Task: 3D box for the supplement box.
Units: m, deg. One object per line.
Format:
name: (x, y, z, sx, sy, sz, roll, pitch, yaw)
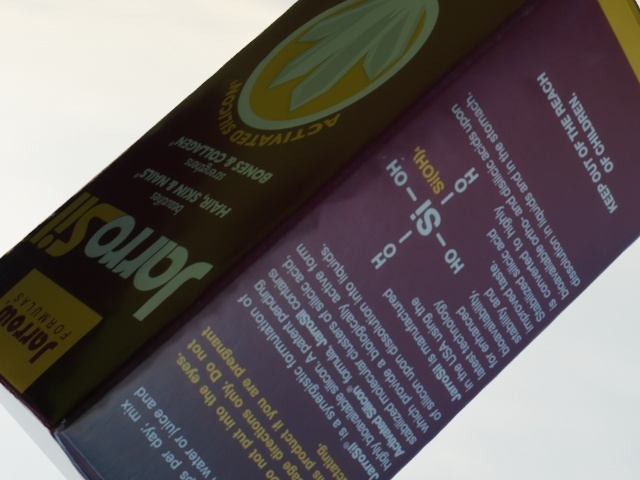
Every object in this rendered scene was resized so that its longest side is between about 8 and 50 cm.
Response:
supplement box: (0.000, 0.000, 0.446, 0.188, 0.081, 0.104, -42, -150, -14)
